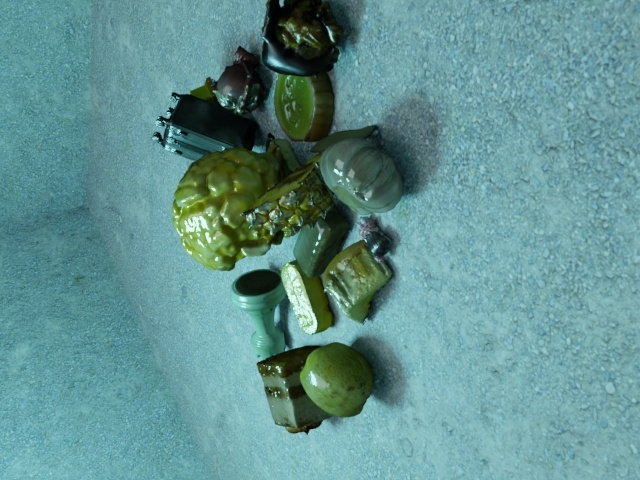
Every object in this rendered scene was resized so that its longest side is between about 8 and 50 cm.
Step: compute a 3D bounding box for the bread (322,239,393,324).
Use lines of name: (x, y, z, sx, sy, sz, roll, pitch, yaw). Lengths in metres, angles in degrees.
bread: (0.076, 0.125, 1.709, 0.174, 0.132, 0.252, 55, 142, 25)

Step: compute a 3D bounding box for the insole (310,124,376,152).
insole: (0.056, -0.270, 1.637, 0.253, 0.086, 0.005, -2, 135, 52)

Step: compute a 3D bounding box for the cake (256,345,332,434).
cake: (-0.065, 0.503, 2.024, 0.198, 0.196, 0.293, -14, 90, 56)

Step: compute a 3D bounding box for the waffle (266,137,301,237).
waffle: (-0.114, -0.163, 1.957, 0.248, 0.055, 0.221, 61, 145, 20)

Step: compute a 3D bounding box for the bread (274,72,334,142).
bread: (-0.050, -0.391, 1.750, 0.236, 0.069, 0.236, 26, 123, 49)

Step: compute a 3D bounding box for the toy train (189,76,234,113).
toy train: (-0.375, -0.471, 2.142, 0.089, 0.127, 0.219, 60, 167, 26)

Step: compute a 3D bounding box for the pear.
pear: (0.057, 0.405, 1.790, 0.211, 0.228, 0.188, 44, 98, 18)

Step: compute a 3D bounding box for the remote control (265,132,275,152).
remote control: (-0.168, -0.302, 2.020, 0.039, 0.014, 0.096, 46, 139, 37)

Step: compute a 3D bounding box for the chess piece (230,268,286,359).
chess piece: (-0.199, 0.270, 2.169, 0.194, 0.194, 0.299, 30, 136, 48)

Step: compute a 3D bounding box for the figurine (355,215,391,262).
figurine: (0.135, -0.006, 1.632, 0.129, 0.054, 0.072, 52, 123, 31)

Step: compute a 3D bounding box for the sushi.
sushi: (-0.050, -0.530, 1.589, 0.200, 0.203, 0.213, 102, 172, -47)

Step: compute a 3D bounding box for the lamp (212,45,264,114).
lamp: (-0.254, -0.487, 1.974, 0.215, 0.151, 0.223, -31, 34, 51)

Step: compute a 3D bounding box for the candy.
candy: (0.000, 0.000, 1.805, 0.104, 0.102, 0.234, 55, 144, 29)

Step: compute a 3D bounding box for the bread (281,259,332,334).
bread: (-0.039, 0.173, 1.951, 0.102, 0.094, 0.246, -32, 76, 47)

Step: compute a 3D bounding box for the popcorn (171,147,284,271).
popcorn: (-0.266, -0.105, 1.828, 0.389, 0.354, 0.344, -24, 42, 30)

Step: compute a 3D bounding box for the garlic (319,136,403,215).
garlic: (0.103, -0.162, 1.505, 0.228, 0.152, 0.228, 41, 168, 11)

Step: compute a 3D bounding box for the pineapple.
pineapple: (-0.023, -0.114, 1.633, 0.158, 0.334, 0.161, -14, 112, 56)

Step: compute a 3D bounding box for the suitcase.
suitcase: (-0.371, -0.350, 2.021, 0.202, 0.311, 0.128, -79, 12, -45)
